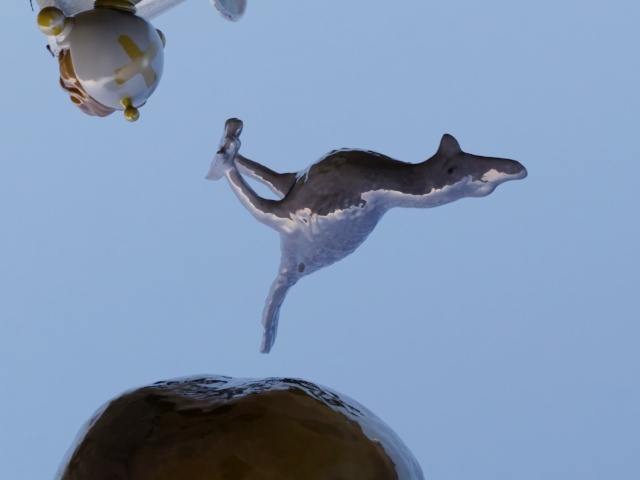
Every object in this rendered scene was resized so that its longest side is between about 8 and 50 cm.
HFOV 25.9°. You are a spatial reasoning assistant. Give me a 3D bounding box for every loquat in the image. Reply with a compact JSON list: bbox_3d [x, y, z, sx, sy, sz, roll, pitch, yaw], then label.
[{"bbox_3d":[-0.047,0.166,0.820,0.227,0.179,0.179,6,-136,5],"label":"loquat"}]

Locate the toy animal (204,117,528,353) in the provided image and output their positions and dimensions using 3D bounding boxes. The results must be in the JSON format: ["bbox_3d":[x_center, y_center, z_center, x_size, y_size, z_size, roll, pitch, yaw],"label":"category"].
[{"bbox_3d":[-0.017,-0.027,1.232,0.367,0.206,0.081,-36,-154,41],"label":"toy animal"}]

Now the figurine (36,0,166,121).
[{"bbox_3d":[-0.138,-0.155,0.959,0.068,0.101,0.143,1,-116,41],"label":"figurine"}]

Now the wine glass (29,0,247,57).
[{"bbox_3d":[-0.191,-0.276,1.485,0.196,0.165,0.165,-14,-140,18],"label":"wine glass"}]
